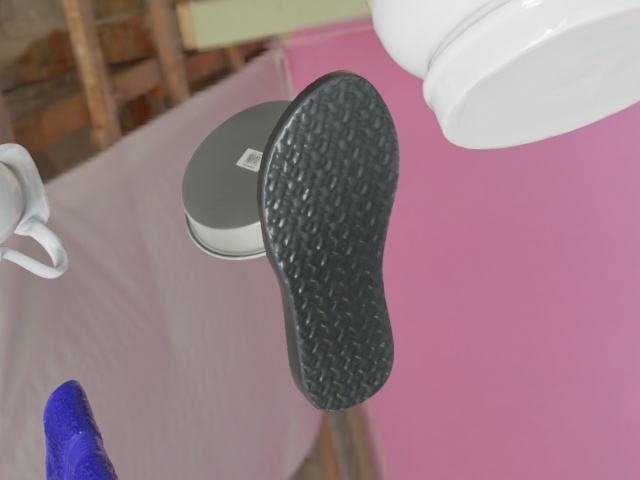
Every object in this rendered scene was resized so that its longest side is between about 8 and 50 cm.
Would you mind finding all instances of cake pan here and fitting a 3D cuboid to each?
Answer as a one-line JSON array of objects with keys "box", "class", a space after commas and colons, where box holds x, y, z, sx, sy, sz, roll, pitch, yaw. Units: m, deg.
[{"box": [-0.094, -0.104, 2.150, 0.054, 0.293, 0.293, 53, -147, -44], "class": "cake pan"}]

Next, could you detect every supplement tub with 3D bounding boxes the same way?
[{"box": [0.124, -0.256, 0.971, 0.241, 0.241, 0.331, 27, -138, -69], "class": "supplement tub"}]

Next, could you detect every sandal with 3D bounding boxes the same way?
[{"box": [-0.002, 0.002, 1.639, 0.107, 0.167, 0.446, -132, 34, -51], "class": "sandal"}]

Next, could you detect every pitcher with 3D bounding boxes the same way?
[{"box": [-0.373, -0.023, 1.571, 0.178, 0.125, 0.207, 52, -162, 4], "class": "pitcher"}]

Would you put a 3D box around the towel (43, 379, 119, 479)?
[{"box": [-0.313, 0.367, 1.874, 0.308, 0.076, 0.228, -124, 28, -47], "class": "towel"}]
